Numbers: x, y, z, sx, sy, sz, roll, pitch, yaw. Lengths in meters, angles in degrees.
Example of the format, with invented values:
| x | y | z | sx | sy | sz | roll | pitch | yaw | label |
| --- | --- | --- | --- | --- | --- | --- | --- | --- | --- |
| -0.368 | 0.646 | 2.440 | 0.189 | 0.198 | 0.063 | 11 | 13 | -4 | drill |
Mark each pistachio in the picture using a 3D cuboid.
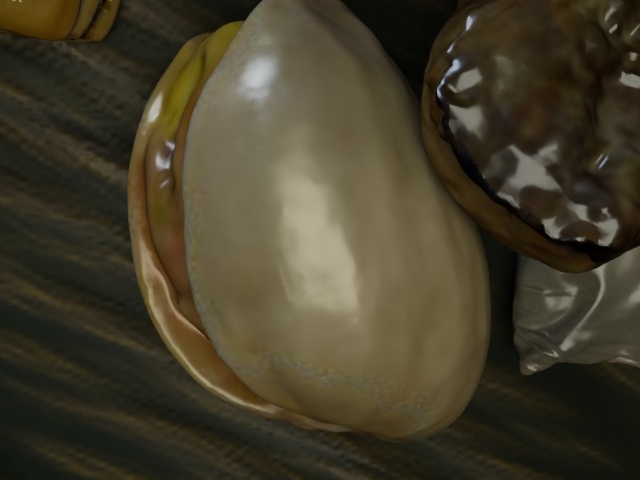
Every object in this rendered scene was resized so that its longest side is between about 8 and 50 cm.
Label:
| x | y | z | sx | sy | sz | roll | pitch | yaw | label |
| --- | --- | --- | --- | --- | --- | --- | --- | --- | --- |
| 0.000 | 0.000 | 0.603 | 0.229 | 0.230 | 0.309 | -21 | 98 | 0 | pistachio |

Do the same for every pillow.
| x | y | z | sx | sy | sz | roll | pitch | yaw | label |
| --- | --- | --- | --- | --- | --- | --- | --- | --- | --- |
| 0.268 | 0.041 | 0.704 | 0.270 | 0.067 | 0.173 | 12 | 96 | -8 | pillow |

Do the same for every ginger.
| x | y | z | sx | sy | sz | roll | pitch | yaw | label |
| --- | --- | --- | --- | --- | --- | --- | --- | --- | --- |
| 0.180 | -0.094 | 0.572 | 0.269 | 0.223 | 0.200 | -19 | 87 | -4 | ginger |

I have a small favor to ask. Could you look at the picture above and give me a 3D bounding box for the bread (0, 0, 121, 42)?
| x | y | z | sx | sy | sz | roll | pitch | yaw | label |
| --- | --- | --- | --- | --- | --- | --- | --- | --- | --- |
| -0.176 | -0.231 | 0.599 | 0.116 | 0.077 | 0.200 | 18 | 100 | -1 | bread |
